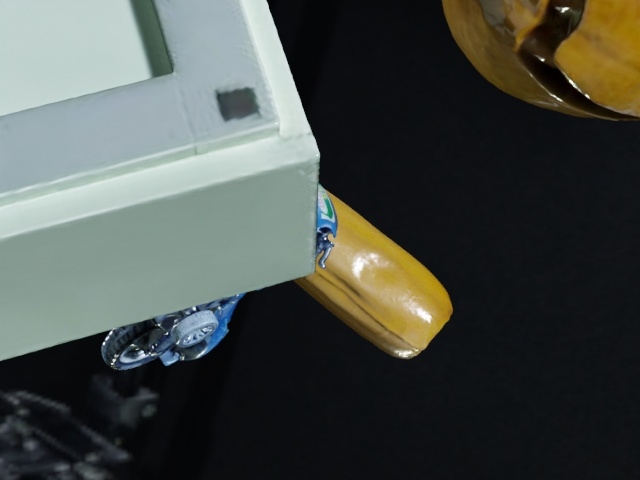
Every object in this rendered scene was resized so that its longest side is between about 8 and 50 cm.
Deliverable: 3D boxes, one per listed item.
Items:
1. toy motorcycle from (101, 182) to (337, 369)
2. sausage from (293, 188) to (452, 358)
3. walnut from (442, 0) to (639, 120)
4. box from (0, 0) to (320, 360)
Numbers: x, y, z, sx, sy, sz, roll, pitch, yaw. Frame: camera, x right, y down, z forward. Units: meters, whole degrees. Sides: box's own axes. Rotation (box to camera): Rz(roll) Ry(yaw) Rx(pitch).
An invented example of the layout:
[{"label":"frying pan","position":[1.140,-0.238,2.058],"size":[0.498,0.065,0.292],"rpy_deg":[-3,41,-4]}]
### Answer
[{"label":"toy motorcycle","position":[-0.068,0.017,1.042],"size":[0.254,0.136,0.092],"rpy_deg":[-48,-114,36]},{"label":"sausage","position":[-0.001,0.000,1.539],"size":[0.328,0.112,0.112],"rpy_deg":[40,-57,-3]},{"label":"walnut","position":[0.231,-0.185,1.062],"size":[0.209,0.336,0.208],"rpy_deg":[-6,-99,41]},{"label":"box","position":[-0.139,-0.079,0.540],"size":[0.117,0.225,0.225],"rpy_deg":[93,-19,-67]}]
